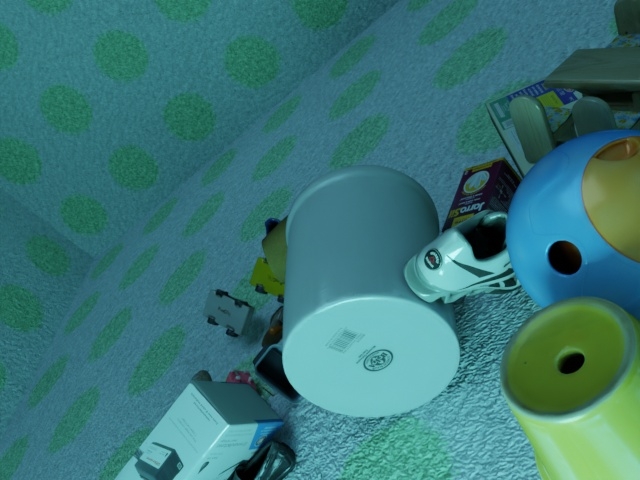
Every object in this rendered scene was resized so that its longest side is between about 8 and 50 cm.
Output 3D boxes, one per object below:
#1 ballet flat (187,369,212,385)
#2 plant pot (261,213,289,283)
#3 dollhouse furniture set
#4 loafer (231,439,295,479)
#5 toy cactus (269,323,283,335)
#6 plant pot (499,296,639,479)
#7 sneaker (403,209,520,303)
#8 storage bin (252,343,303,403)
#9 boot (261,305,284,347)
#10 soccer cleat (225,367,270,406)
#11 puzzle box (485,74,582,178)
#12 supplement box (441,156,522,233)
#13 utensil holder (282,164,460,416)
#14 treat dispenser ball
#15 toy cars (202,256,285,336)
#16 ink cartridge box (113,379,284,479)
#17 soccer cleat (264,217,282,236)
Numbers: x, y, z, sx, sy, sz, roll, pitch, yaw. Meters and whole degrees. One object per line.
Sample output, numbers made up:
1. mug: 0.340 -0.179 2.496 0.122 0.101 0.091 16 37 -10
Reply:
1. ballet flat: -0.295 0.460 1.561 0.106 0.107 0.315 -7 47 25
2. plant pot: 0.000 0.000 1.523 0.255 0.237 0.237 -26 28 6
3. dollhouse furniture set: 0.562 -0.319 1.060 0.362 0.256 0.394 -42 32 -20
4. loafer: -0.148 0.485 1.287 0.223 0.078 0.076 -44 24 5
5. toy cactus: -0.031 0.214 1.438 0.180 0.112 0.219 59 149 32
6. plant pot: 0.344 0.200 0.753 0.254 0.239 0.254 -36 28 22
7. sneaker: 0.297 0.012 1.071 0.331 0.122 0.146 -13 -30 -44
8. storage bin: -0.093 0.296 1.438 0.098 0.135 0.091 -52 14 -10
9. boot: -0.119 0.224 1.687 0.118 0.042 0.087 -47 18 -3
10. soccer cleat: -0.174 0.393 1.491 0.248 0.083 0.095 -131 54 -60
11. puzzle box: 0.509 -0.237 1.292 0.272 0.052 0.408 -22 31 15
12. supplement box: 0.342 -0.074 1.351 0.104 0.081 0.188 -16 39 48
13. utensil holder: 0.089 0.092 1.230 0.328 0.328 0.385 -35 30 24
14. treat dispenser ball: 0.411 -0.011 0.900 0.288 0.288 0.288 -36 27 22
15. toy cars: -0.166 0.155 1.725 0.394 0.087 0.176 -33 57 33
16. ink cartridge box: -0.252 0.440 1.284 0.129 0.223 0.307 41 96 27
17. soccer cleat: -0.117 0.048 1.822 0.093 0.121 0.289 -34 38 19
